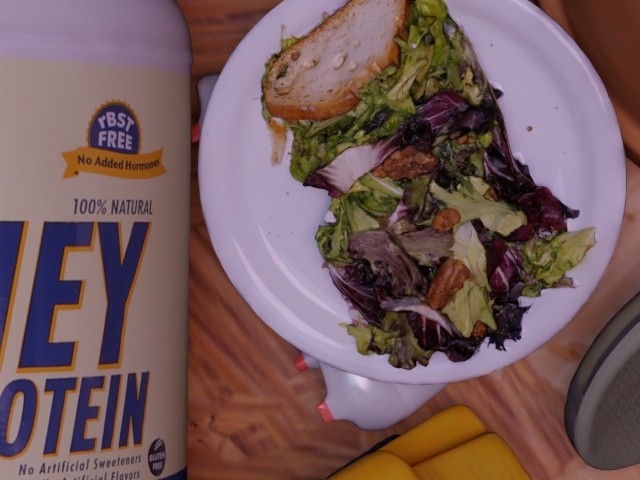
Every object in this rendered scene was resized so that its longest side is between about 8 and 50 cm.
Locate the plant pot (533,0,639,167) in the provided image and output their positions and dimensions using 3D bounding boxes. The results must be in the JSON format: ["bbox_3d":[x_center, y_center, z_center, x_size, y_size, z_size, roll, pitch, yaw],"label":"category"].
[{"bbox_3d":[0.227,-0.146,0.817,0.291,0.203,0.291,0,92,11],"label":"plant pot"}]

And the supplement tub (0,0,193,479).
[{"bbox_3d":[-0.177,-0.010,0.875,0.235,0.235,0.325,1,92,10],"label":"supplement tub"}]

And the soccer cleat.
[{"bbox_3d":[0.000,0.000,0.934,0.076,0.068,0.196,-27,92,1],"label":"soccer cleat"}]

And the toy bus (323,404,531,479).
[{"bbox_3d":[-0.036,0.191,0.845,0.333,0.130,0.108,-29,82,-21],"label":"toy bus"}]

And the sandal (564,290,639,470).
[{"bbox_3d":[0.258,0.051,0.849,0.303,0.120,0.086,-13,49,9],"label":"sandal"}]

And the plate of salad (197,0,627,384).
[{"bbox_3d":[0.039,-0.026,0.858,0.200,0.048,0.200,3,105,10],"label":"plate of salad"}]
